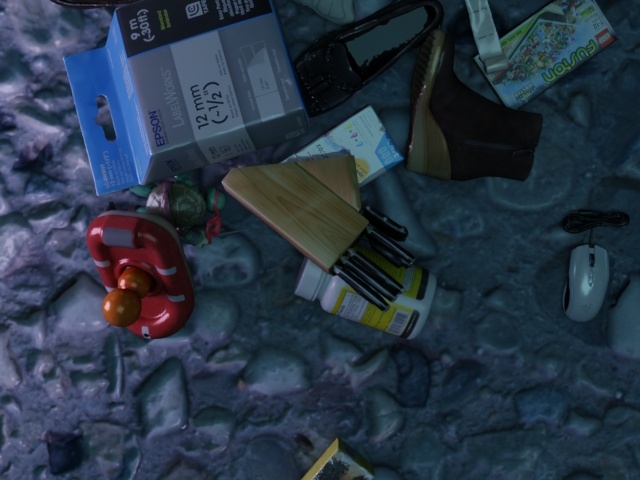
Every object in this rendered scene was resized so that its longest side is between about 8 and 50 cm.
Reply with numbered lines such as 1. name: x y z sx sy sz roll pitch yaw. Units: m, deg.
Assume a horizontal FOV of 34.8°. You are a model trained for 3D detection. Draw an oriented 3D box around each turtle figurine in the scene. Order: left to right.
1. turtle figurine: -0.231 -0.069 1.622 0.234 0.118 0.175 2 100 4

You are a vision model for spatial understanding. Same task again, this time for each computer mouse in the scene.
1. computer mouse: 0.447 0.045 1.687 0.106 0.042 0.193 3 99 -3

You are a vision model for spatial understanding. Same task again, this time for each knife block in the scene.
1. knife block: 0.000 0.000 1.548 0.276 0.088 0.242 -6 80 0

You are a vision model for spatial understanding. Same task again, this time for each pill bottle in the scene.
1. pill bottle: 0.071 0.073 1.645 0.208 0.119 0.119 20 98 -4

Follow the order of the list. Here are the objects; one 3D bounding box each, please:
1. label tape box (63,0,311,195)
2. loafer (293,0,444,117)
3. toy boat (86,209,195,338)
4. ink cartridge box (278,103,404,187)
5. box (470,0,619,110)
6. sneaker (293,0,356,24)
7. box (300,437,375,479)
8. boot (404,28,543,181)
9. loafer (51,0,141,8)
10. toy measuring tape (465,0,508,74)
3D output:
1. label tape box: -0.214 -0.240 1.549 0.348 0.115 0.249 -16 75 0
2. loafer: 0.058 -0.292 1.595 0.302 0.095 0.109 -33 99 4
3. toy boat: -0.289 0.073 1.587 0.151 0.151 0.231 5 135 19
4. ink cartridge box: 0.030 -0.126 1.639 0.181 0.061 0.104 -33 98 5
5. box: 0.357 -0.306 1.630 0.207 0.036 0.114 -35 99 4
6. sneaker: 0.076 -0.467 1.570 0.118 0.110 0.292 34 105 -14
7. box: -0.013 0.453 1.737 0.087 0.058 0.232 38 97 -7
8. boot: 0.246 -0.208 1.604 0.207 0.090 0.248 2 120 -7
9. loafer: -0.322 -0.404 1.577 0.220 0.078 0.080 -5 99 -1
10. toy measuring tape: 0.231 -0.421 1.551 0.121 0.121 0.330 -15 91 1
